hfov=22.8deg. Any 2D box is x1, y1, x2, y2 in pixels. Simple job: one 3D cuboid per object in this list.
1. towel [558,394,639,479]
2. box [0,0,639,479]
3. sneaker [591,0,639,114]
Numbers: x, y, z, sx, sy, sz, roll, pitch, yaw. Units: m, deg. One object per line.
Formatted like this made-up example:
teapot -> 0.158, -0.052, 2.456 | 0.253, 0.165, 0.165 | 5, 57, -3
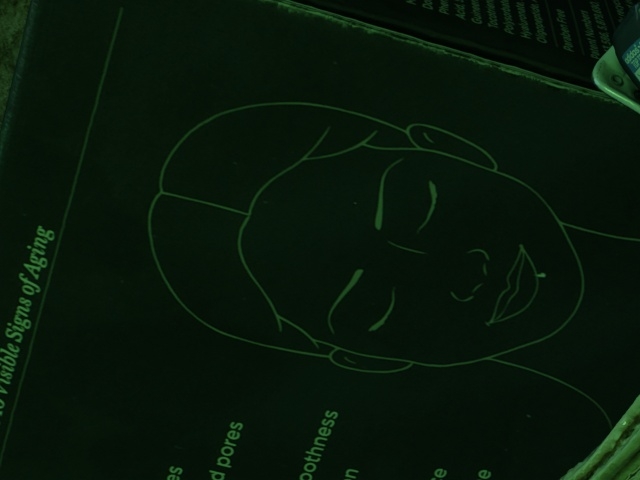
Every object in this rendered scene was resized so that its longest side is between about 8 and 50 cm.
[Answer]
towel -> 0.156, 0.138, 0.880 | 0.187, 0.049, 0.282 | -43, -13, -8
box -> 0.000, 0.000, 1.146 | 0.297, 0.472, 0.480 | -92, 19, -57
sneaker -> 0.227, -0.040, 0.865 | 0.099, 0.153, 0.282 | 124, 158, -64
